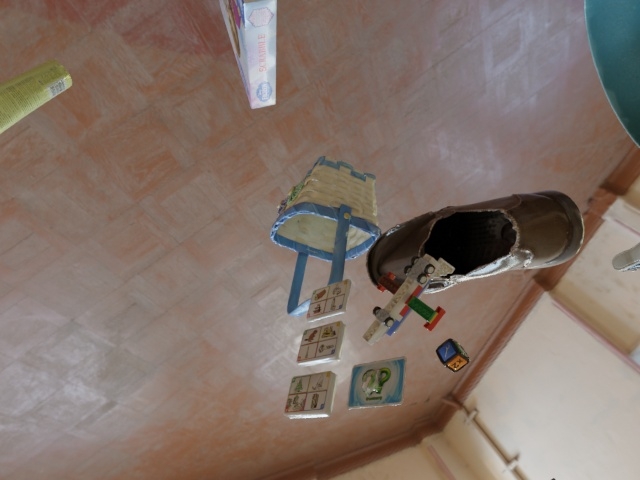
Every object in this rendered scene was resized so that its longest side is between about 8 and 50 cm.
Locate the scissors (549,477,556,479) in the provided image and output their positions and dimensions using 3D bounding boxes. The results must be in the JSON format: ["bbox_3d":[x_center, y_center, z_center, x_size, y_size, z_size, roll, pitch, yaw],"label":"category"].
[{"bbox_3d":[0.038,0.254,0.265,0.297,0.021,0.109,-20,100,-18],"label":"scissors"}]

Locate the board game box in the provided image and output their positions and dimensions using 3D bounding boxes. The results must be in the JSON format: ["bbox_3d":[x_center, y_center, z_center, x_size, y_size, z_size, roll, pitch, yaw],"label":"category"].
[{"bbox_3d":[-0.166,-0.510,0.928,0.065,0.319,0.318,-15,165,-10],"label":"board game box"}]

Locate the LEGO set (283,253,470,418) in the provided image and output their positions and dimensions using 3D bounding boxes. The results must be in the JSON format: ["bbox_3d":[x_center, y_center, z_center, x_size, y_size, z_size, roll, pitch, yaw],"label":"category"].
[{"bbox_3d":[0.068,0.117,0.514,0.060,0.183,0.244,36,139,-28],"label":"LEGO set"}]

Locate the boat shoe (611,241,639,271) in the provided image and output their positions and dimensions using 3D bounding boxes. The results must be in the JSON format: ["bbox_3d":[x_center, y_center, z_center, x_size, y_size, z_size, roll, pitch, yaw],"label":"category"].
[{"bbox_3d":[0.612,0.029,0.811,0.038,0.046,0.125,5,155,-10],"label":"boat shoe"}]

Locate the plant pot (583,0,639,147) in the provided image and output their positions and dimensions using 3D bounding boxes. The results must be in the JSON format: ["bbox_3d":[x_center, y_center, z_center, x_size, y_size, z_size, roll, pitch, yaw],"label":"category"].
[{"bbox_3d":[0.507,-0.274,0.561,0.195,0.290,0.290,-22,143,22],"label":"plant pot"}]

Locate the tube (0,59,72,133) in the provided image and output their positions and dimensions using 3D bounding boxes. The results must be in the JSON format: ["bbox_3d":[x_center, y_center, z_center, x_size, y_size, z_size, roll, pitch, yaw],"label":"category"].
[{"bbox_3d":[-0.607,-0.277,0.850,0.070,0.062,0.240,43,54,-13],"label":"tube"}]

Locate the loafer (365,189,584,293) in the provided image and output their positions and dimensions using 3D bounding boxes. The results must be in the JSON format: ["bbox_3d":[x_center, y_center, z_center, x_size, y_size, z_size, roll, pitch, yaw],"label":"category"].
[{"bbox_3d":[0.180,0.004,0.653,0.130,0.134,0.366,-1,165,-35],"label":"loafer"}]

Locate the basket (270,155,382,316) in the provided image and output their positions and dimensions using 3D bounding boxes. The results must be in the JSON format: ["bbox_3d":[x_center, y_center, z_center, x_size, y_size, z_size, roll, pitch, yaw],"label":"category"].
[{"bbox_3d":[0.000,0.000,0.888,0.201,0.289,0.255,14,155,-19],"label":"basket"}]
